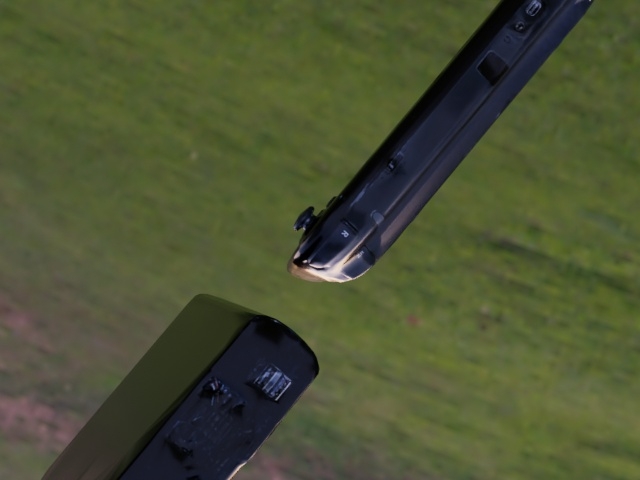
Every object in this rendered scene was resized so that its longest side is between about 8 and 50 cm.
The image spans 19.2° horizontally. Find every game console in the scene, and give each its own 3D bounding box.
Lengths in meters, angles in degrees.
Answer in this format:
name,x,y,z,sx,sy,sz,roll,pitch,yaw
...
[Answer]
name,x,y,z,sx,sy,sz,roll,pitch,yaw
game console,0.000,0.000,0.858,0.044,0.361,0.213,41,173,-8
